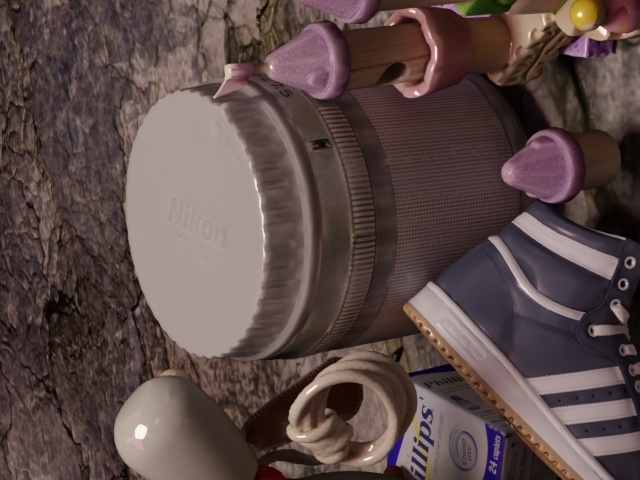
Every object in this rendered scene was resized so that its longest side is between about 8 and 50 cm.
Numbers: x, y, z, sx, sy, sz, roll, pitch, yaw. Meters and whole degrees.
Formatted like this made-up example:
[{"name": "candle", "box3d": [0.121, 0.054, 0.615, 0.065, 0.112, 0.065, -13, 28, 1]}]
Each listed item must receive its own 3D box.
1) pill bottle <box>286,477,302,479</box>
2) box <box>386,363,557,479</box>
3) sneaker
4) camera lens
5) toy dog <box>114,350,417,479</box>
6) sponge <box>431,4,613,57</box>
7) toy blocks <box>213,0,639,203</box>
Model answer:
[{"name": "pill bottle", "box3d": [-0.027, 0.287, 1.330, 0.219, 0.123, 0.122, -10, 88, 43]}, {"name": "box", "box3d": [0.124, 0.185, 1.158, 0.137, 0.072, 0.126, 24, 116, 50]}, {"name": "sneaker", "box3d": [0.209, 0.098, 1.001, 0.282, 0.153, 0.099, 46, 177, 1]}, {"name": "camera lens", "box3d": [0.016, -0.026, 1.090, 0.219, 0.274, 0.219, 15, 109, 52]}, {"name": "toy dog", "box3d": [-0.002, 0.177, 1.057, 0.161, 0.220, 0.333, -99, -16, -54]}, {"name": "sponge", "box3d": [0.143, -0.211, 1.086, 0.210, 0.031, 0.117, 20, 113, 51]}, {"name": "toy blocks", "box3d": [0.101, -0.169, 0.892, 0.288, 0.260, 0.309, -50, 58, 50]}]
